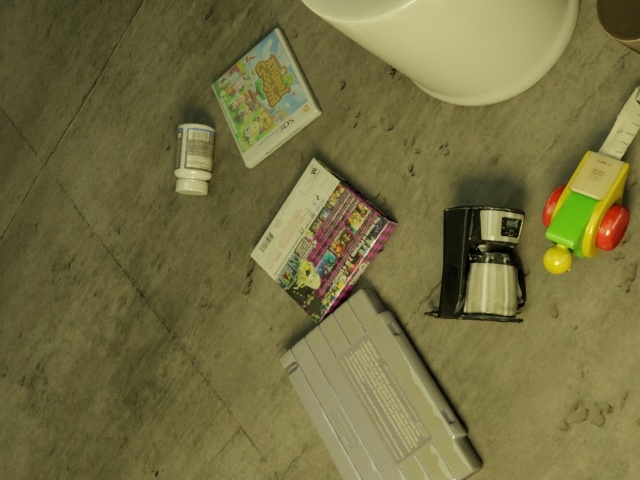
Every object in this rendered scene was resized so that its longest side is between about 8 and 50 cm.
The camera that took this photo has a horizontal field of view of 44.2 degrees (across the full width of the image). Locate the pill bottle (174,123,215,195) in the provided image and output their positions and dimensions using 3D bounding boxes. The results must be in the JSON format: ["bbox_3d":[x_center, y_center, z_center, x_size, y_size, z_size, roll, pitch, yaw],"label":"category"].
[{"bbox_3d":[-0.259,-0.165,1.616,0.078,0.078,0.137,1,84,34],"label":"pill bottle"}]

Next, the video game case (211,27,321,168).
[{"bbox_3d":[-0.112,-0.283,1.567,0.193,0.023,0.213,-35,66,25],"label":"video game case"}]

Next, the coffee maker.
[{"bbox_3d":[0.235,0.037,1.237,0.171,0.120,0.178,0,83,34],"label":"coffee maker"}]

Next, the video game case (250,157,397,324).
[{"bbox_3d":[0.000,0.000,1.444,0.210,0.041,0.232,42,107,30],"label":"video game case"}]

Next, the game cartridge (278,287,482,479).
[{"bbox_3d":[0.095,0.284,1.336,0.230,0.068,0.355,-40,64,19],"label":"game cartridge"}]

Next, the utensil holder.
[{"bbox_3d":[0.172,-0.405,1.178,0.327,0.385,0.328,-5,82,34],"label":"utensil holder"}]

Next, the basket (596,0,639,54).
[{"bbox_3d":[0.481,-0.293,1.027,0.154,0.226,0.205,-38,56,44],"label":"basket"}]

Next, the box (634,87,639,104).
[{"bbox_3d":[0.542,-0.142,1.019,0.231,0.183,0.056,34,102,33],"label":"box"}]

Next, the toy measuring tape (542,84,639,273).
[{"bbox_3d":[0.421,-0.084,1.162,0.121,0.121,0.330,26,76,33],"label":"toy measuring tape"}]
